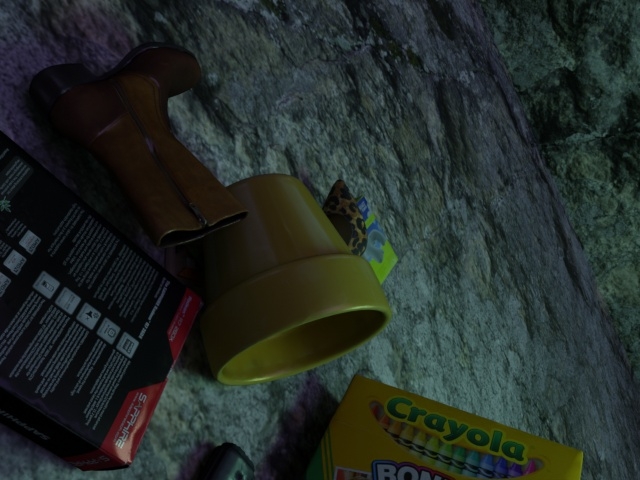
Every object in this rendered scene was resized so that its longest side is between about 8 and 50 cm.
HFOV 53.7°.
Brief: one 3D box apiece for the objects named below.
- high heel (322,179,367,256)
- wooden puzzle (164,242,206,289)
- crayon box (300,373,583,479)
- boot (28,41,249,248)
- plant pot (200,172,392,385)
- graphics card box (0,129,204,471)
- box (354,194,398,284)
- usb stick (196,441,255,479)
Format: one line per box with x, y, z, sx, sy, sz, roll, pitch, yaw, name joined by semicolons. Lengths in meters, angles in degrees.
0.000;0.000;1.097;0.186;0.093;0.261;19;68;-54;high heel
-0.191;0.032;0.912;0.078;0.014;0.116;12;64;-49;wooden puzzle
0.157;0.384;0.894;0.313;0.363;0.106;-55;154;-46;crayon box
-0.189;-0.137;0.832;0.280;0.096;0.264;45;35;13;boot
-0.059;0.047;0.897;0.254;0.254;0.239;10;51;-50;plant pot
-0.317;0.054;0.672;0.371;0.094;0.233;46;42;-30;graphics card box
0.083;-0.006;1.260;0.178;0.042;0.109;60;36;-13;box
-0.158;0.372;0.758;0.077;0.045;0.278;53;38;-19;usb stick
